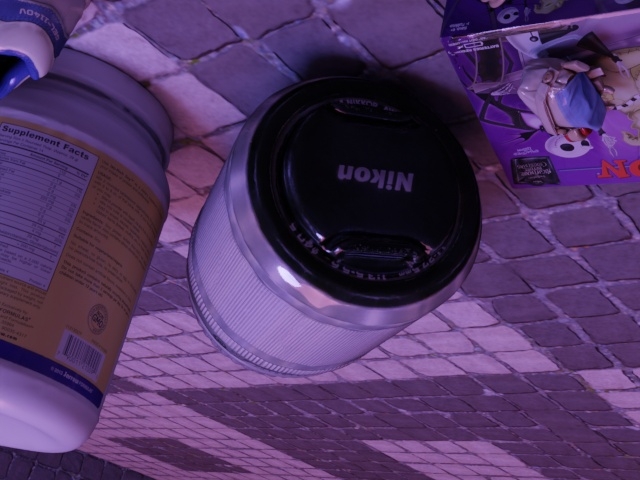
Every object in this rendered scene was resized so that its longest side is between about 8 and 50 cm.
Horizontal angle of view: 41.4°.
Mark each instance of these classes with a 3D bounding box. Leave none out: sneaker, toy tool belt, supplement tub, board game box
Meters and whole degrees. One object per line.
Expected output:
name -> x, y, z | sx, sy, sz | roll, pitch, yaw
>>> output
sneaker -> -0.307, -0.166, 0.695 | 0.296, 0.131, 0.112 | -9, 148, 41
toy tool belt -> 0.178, -0.096, 0.586 | 0.051, 0.052, 0.083 | -3, 151, 47
supplement tub -> -0.282, 0.008, 0.800 | 0.241, 0.331, 0.241 | 11, 154, 5
board game box -> 0.282, -0.116, 0.604 | 0.346, 0.056, 0.208 | -2, 154, 29

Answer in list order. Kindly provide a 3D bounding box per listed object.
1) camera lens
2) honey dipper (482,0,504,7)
camera lens -> 0.000, 0.000, 0.773 | 0.219, 0.219, 0.274 | 19, 153, -12
honey dipper -> 0.057, -0.204, 0.557 | 0.160, 0.031, 0.030 | 25, 152, -15
